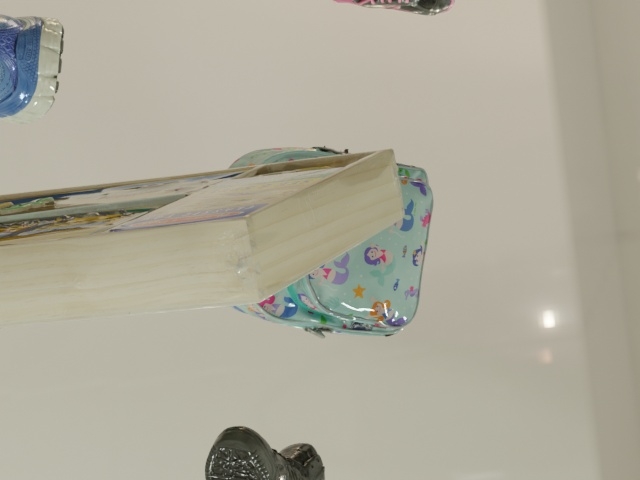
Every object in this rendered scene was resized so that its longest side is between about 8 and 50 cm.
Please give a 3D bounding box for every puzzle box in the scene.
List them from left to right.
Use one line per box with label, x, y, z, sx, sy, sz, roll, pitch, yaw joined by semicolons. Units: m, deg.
puzzle box;-0.178;0.005;1.263;0.408;0.052;0.272;-6;-171;21

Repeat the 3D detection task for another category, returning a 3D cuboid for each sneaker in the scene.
sneaker;-0.383;-0.161;1.923;0.147;0.130;0.330;16;158;-31
sneaker;-0.032;0.167;1.354;0.051;0.170;0.089;5;-137;22
sneaker;0.050;-0.186;1.450;0.057;0.047;0.119;-22;-158;-32

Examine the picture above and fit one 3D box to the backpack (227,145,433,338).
backpack;0.000;0.000;2.297;0.253;0.225;0.191;9;180;-25
